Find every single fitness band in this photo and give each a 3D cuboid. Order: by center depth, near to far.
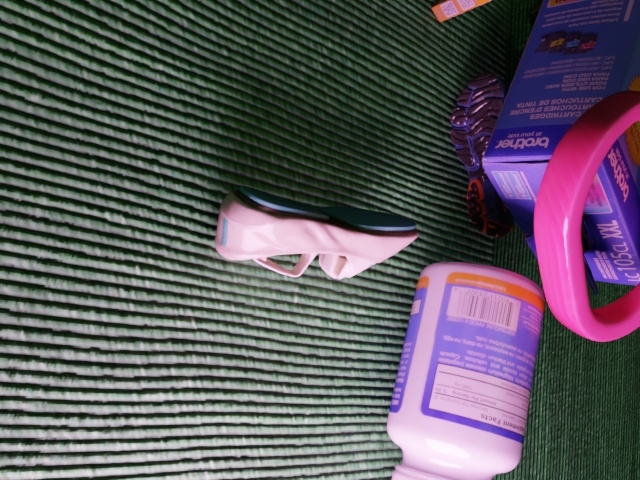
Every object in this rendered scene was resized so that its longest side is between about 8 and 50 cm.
[{"bbox_3d":[0.325,-0.016,0.666,0.209,0.054,0.291,-36,126,-15],"label":"fitness band"}]

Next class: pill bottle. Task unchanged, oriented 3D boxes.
[{"bbox_3d":[0.162,0.174,0.712,0.152,0.152,0.272,27,71,-37],"label":"pill bottle"}]

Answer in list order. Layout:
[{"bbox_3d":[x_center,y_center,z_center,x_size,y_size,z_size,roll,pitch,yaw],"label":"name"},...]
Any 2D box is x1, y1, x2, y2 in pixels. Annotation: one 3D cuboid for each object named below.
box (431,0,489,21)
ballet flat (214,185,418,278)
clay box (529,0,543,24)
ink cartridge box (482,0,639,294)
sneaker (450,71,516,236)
[{"bbox_3d":[0.217,-0.338,0.801,0.028,0.136,0.081,49,59,-28],"label":"box"},{"bbox_3d":[0.000,0.000,0.640,0.248,0.086,0.086,8,82,-39],"label":"ballet flat"},{"bbox_3d":[0.445,-0.380,1.059,0.222,0.053,0.127,-44,114,-33],"label":"clay box"},{"bbox_3d":[0.363,-0.126,0.822,0.270,0.151,0.396,45,62,-39],"label":"ink cartridge box"},{"bbox_3d":[0.239,-0.120,0.855,0.087,0.083,0.221,-26,114,-46],"label":"sneaker"}]
